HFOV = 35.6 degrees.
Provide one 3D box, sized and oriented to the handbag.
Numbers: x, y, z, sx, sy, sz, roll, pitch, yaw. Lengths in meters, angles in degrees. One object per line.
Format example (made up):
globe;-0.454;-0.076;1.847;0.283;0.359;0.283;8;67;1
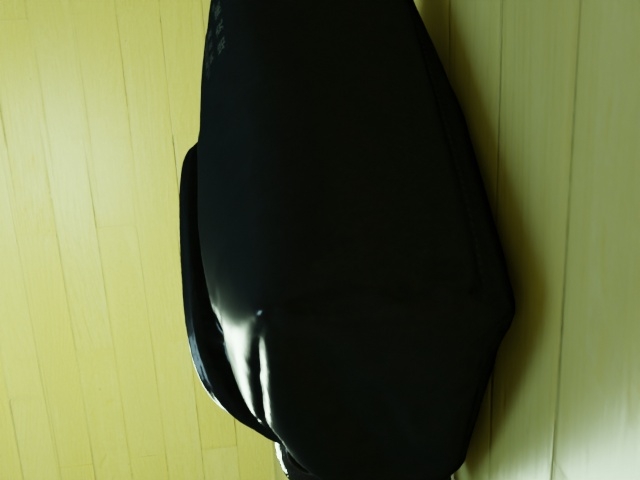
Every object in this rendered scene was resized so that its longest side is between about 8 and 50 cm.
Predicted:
handbag;-0.003;0.000;0.649;0.275;0.178;0.302;95;168;-53

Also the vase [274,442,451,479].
vase;0.039;0.160;0.777;0.183;0.120;0.120;9;105;64
